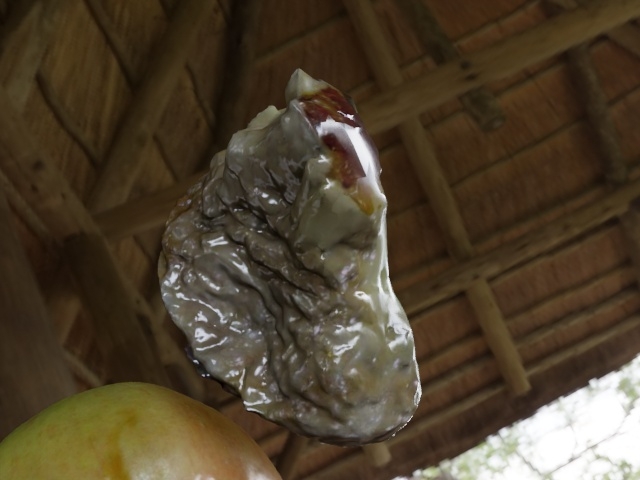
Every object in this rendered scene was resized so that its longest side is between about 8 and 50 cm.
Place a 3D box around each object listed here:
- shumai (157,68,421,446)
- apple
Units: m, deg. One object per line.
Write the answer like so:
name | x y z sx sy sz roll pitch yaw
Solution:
shumai | 0.002 -0.003 0.939 0.217 0.346 0.283 2 -54 -42
apple | -0.195 0.314 1.018 0.339 0.305 0.338 -20 -49 -25
